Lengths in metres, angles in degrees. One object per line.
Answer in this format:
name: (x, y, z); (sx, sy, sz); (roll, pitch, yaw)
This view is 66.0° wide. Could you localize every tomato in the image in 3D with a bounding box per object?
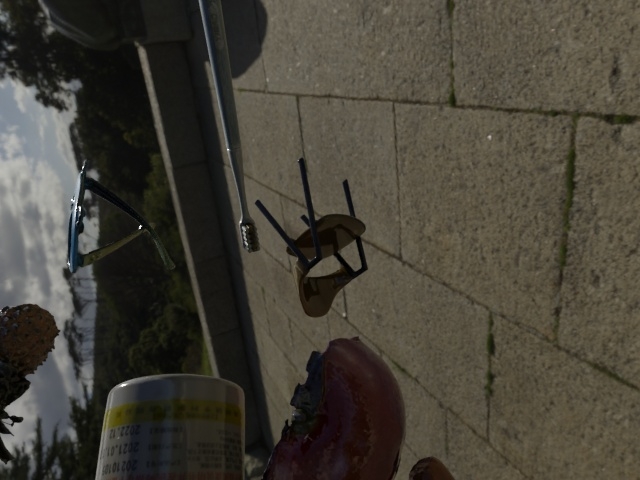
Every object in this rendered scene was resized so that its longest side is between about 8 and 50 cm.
tomato: (0.054, 0.343, 0.839); (0.176, 0.335, 0.290); (19, 163, 22)

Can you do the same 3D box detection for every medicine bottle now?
medicine bottle: (-0.212, 0.381, 0.695); (0.208, 0.208, 0.340); (111, 157, -57)

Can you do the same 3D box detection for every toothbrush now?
toothbrush: (-0.110, -0.138, 0.604); (0.030, 0.025, 0.342); (-137, 36, -58)

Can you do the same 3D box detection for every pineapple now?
pineapple: (-0.674, 0.306, 1.027); (0.166, 0.165, 0.365); (97, 171, -45)

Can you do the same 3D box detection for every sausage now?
sausage: (0.225, 0.466, 0.850); (0.198, 0.076, 0.076); (56, 158, -4)

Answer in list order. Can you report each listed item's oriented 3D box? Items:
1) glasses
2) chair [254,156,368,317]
glasses: (-0.364, -0.009, 0.865); (0.207, 0.102, 0.239); (45, -167, -38)
chair: (0.000, 0.000, 0.964); (0.172, 0.158, 0.247); (-40, 60, 24)
